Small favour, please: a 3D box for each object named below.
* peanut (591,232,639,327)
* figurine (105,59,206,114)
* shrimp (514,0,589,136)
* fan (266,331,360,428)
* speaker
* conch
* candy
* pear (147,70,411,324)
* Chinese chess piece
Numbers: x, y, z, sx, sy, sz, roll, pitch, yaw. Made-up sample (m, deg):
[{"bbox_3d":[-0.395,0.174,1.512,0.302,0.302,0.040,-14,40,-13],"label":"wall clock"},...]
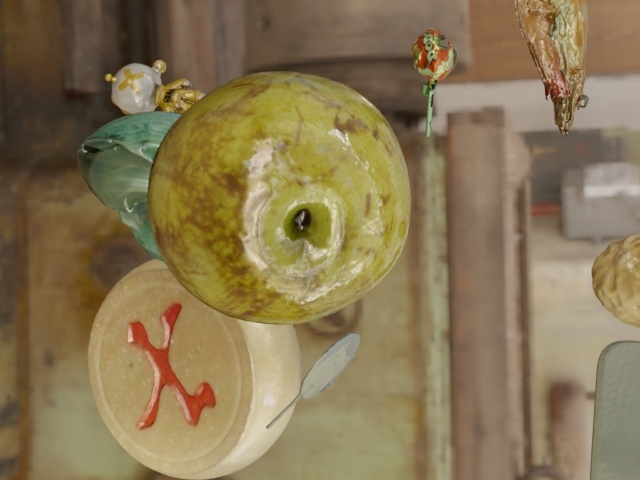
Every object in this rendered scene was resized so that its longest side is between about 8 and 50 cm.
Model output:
[{"bbox_3d":[0.542,0.069,2.041,0.140,0.325,0.153,-58,143,-31],"label":"peanut"},{"bbox_3d":[-0.239,-0.208,2.111,0.101,0.143,0.068,-50,172,-9],"label":"figurine"},{"bbox_3d":[0.344,-0.300,2.140,0.154,0.062,0.294,-9,90,-42],"label":"shrimp"},{"bbox_3d":[-0.009,0.187,1.913,0.175,0.005,0.113,-43,158,-15],"label":"fan"},{"bbox_3d":[0.532,0.385,2.385,0.184,0.183,0.406,80,17,-58],"label":"speaker"},{"bbox_3d":[-0.181,-0.061,1.760,0.134,0.196,0.202,-53,147,-49],"label":"conch"},{"bbox_3d":[0.123,-0.169,1.626,0.185,0.049,0.056,89,-3,-61],"label":"candy"},{"bbox_3d":[-0.044,-0.046,1.492,0.283,0.283,0.284,-2,90,-77],"label":"pear"},{"bbox_3d":[-0.187,0.185,2.158,0.140,0.338,0.338,-9,97,-56],"label":"Chinese chess piece"}]
